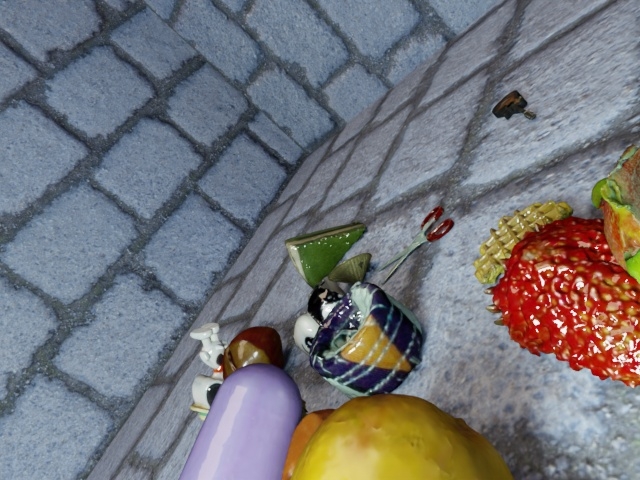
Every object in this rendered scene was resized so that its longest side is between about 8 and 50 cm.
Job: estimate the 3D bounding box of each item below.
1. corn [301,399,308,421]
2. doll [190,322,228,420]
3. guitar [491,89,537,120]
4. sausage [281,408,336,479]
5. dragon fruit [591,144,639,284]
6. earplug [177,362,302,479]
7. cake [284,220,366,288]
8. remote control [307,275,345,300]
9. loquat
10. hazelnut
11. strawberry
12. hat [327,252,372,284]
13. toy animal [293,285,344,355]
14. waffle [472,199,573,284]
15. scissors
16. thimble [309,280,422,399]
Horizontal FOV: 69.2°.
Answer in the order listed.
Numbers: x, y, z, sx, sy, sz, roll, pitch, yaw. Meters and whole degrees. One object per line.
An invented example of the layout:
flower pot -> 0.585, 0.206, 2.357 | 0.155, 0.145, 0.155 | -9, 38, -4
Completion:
corn -> -0.122, 0.478, 0.968 | 0.119, 0.119, 0.321 | -18, 39, 60
doll -> -0.339, 0.406, 1.418 | 0.144, 0.271, 0.208 | -7, 28, 42
guitar -> 0.542, -0.361, 1.277 | 0.088, 0.025, 0.233 | -43, 19, 19
sausage -> 0.016, 0.392, 0.752 | 0.153, 0.141, 0.268 | -43, 17, 20
dragon fruit -> 0.441, -0.031, 0.500 | 0.295, 0.130, 0.268 | -34, 48, -4
earplug -> -0.160, 0.441, 0.820 | 0.215, 0.215, 0.455 | -27, 38, 51
cake -> 0.005, -0.003, 1.612 | 0.283, 0.172, 0.158 | -46, 19, 4
remote control -> 0.017, 0.179, 1.369 | 0.109, 0.055, 0.313 | -49, 16, 1
loquat -> 0.083, 0.319, 0.509 | 0.276, 0.276, 0.284 | -28, 16, 50
hazelnut -> -0.199, 0.345, 1.347 | 0.212, 0.181, 0.181 | -56, 37, 12
strawberry -> 0.364, 0.054, 0.627 | 0.233, 0.138, 0.306 | -50, 15, -7
hat -> 0.099, 0.103, 1.333 | 0.146, 0.067, 0.146 | -25, -20, -10
toy animal -> 0.024, 0.211, 1.148 | 0.179, 0.166, 0.138 | -61, 16, 0
waffle -> 0.369, 0.006, 0.872 | 0.192, 0.046, 0.161 | -54, 17, -14
scissors -> 0.243, 0.016, 1.227 | 0.247, 0.017, 0.144 | -46, 16, 16
thimble -> 0.092, 0.203, 0.966 | 0.237, 0.150, 0.237 | -45, 15, 16
